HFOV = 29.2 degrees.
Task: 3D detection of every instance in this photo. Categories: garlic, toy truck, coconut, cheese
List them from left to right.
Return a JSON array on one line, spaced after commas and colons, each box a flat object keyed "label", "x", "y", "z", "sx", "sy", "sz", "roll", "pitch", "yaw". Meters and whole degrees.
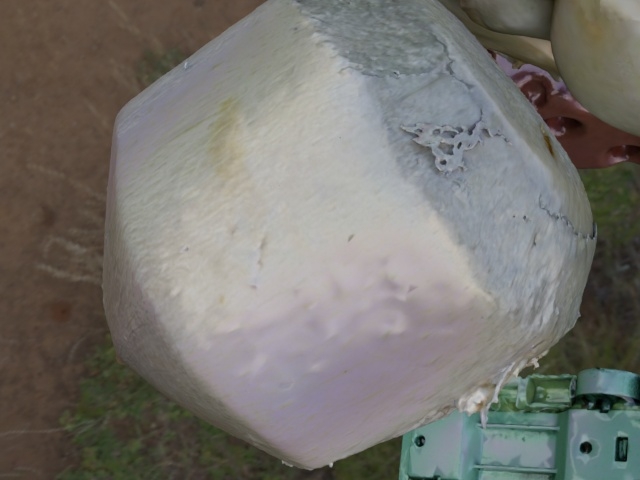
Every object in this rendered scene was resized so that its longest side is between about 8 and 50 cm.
[{"label": "coconut", "x": 0.000, "y": 0.000, "z": 0.577, "sx": 0.224, "sy": 0.234, "sz": 0.224, "roll": 42, "pitch": 16, "yaw": -15}, {"label": "cheese", "x": 0.165, "y": -0.127, "z": 1.009, "sx": 0.203, "sy": 0.177, "sz": 0.128, "roll": 64, "pitch": 2, "yaw": 25}, {"label": "toy truck", "x": 0.188, "y": 0.165, "z": 0.899, "sx": 0.135, "sy": 0.259, "sz": 0.128, "roll": 39, "pitch": 54, "yaw": -59}, {"label": "garlic", "x": 0.152, "y": -0.165, "z": 0.638, "sx": 0.203, "sy": 0.281, "sz": 0.185, "roll": 16, "pitch": 106, "yaw": -47}]
